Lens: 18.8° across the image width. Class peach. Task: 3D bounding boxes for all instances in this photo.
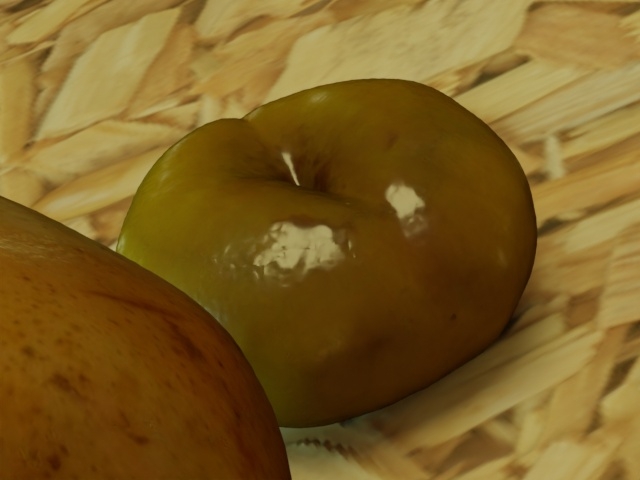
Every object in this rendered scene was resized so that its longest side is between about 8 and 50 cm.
[{"bbox_3d":[0.000,0.000,1.141,0.251,0.153,0.251,-6,41,5],"label":"peach"}]

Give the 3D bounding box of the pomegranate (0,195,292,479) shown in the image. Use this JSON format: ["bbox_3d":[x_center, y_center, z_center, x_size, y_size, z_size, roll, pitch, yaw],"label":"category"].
[{"bbox_3d":[-0.211,0.168,0.845,0.417,0.416,0.416,-12,38,9],"label":"pomegranate"}]
